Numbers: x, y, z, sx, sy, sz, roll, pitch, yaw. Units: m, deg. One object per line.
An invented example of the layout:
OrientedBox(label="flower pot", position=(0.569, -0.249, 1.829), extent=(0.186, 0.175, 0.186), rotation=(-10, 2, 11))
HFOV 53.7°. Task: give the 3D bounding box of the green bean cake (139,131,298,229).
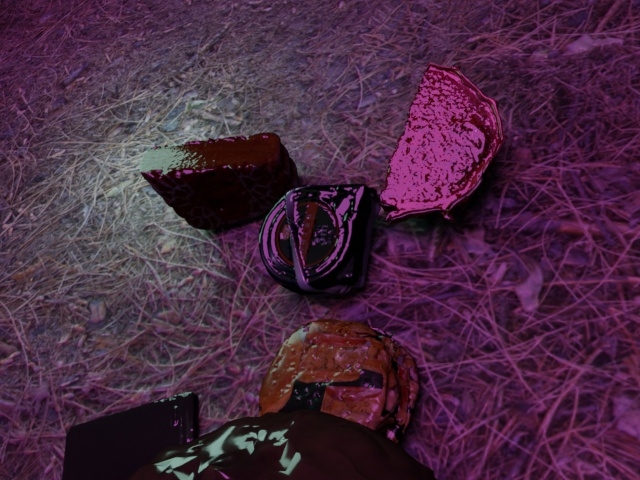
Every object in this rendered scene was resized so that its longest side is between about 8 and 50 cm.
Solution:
OrientedBox(label="green bean cake", position=(-0.166, -0.112, 1.115), extent=(0.232, 0.199, 0.097), rotation=(-15, 54, 11))

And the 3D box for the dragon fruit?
OrientedBox(label="dragon fruit", position=(0.206, -0.125, 0.999), extent=(0.161, 0.126, 0.274), rotation=(16, 80, 23))

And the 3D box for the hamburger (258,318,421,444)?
OrientedBox(label="hamburger", position=(0.021, 0.205, 0.868), extent=(0.230, 0.107, 0.231), rotation=(-17, 54, 24))

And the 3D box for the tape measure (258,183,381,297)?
OrientedBox(label="tape measure", position=(-0.004, 0.000, 1.009), extent=(0.180, 0.107, 0.182), rotation=(8, 77, 26))

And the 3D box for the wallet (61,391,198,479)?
OrientedBox(label="wallet", position=(-0.301, 0.324, 0.990), extent=(0.244, 0.025, 0.124), rotation=(-19, 52, 13))

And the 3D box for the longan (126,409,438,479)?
OrientedBox(label="longan", position=(-0.043, 0.347, 0.610), extent=(0.390, 0.391, 0.392), rotation=(-13, 54, 18))
